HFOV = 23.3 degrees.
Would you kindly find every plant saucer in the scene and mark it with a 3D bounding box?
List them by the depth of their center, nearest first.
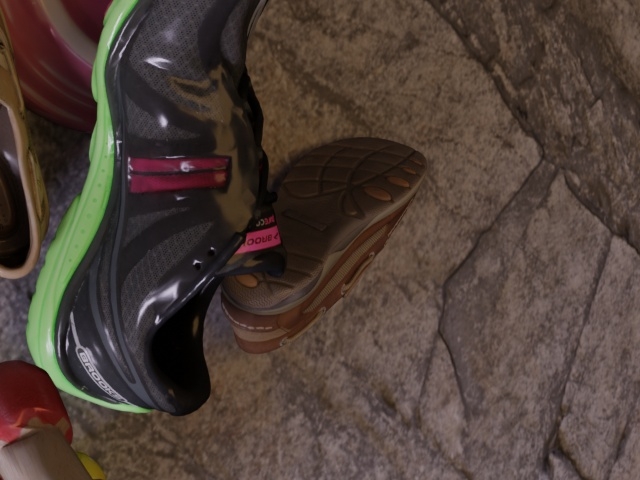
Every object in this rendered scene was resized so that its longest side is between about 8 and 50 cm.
[{"bbox_3d":[-0.185,-0.266,1.450,0.332,0.084,0.332,-1,91,-38],"label":"plant saucer"}]

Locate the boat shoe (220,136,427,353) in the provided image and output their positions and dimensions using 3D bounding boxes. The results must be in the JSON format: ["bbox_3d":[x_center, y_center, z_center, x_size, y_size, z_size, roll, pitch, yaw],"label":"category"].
[{"bbox_3d":[0.000,0.000,1.598,0.324,0.123,0.116,-40,148,-41],"label":"boat shoe"}]

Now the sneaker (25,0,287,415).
[{"bbox_3d":[-0.101,-0.062,1.347,0.185,0.202,0.482,-33,144,-61],"label":"sneaker"}]

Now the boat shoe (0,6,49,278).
[{"bbox_3d":[-0.307,-0.131,1.311,0.122,0.110,0.341,-24,109,-8],"label":"boat shoe"}]

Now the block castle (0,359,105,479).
[{"bbox_3d":[-0.316,0.324,1.180,0.453,0.213,0.303,-39,140,-6],"label":"block castle"}]

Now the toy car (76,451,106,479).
[{"bbox_3d":[-0.300,0.285,1.380,0.225,0.053,0.239,26,74,-36],"label":"toy car"}]
